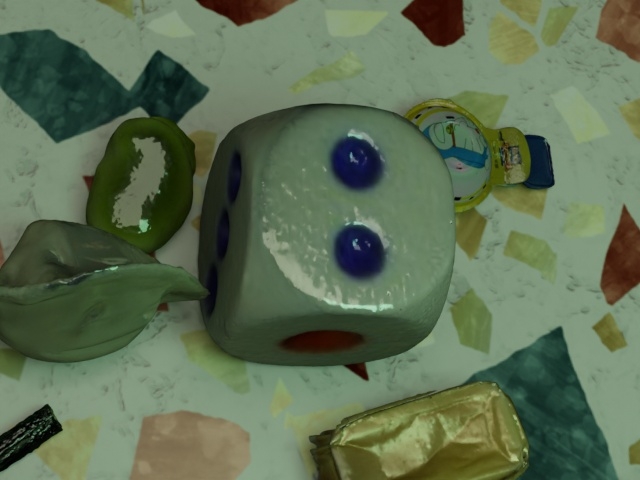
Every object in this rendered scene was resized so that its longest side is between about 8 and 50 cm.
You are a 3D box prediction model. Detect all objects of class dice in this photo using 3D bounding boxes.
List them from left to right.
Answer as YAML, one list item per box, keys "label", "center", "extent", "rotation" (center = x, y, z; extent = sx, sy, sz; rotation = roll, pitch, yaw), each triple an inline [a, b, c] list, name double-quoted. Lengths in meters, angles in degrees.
- label: "dice"
  center: [0.000, 0.000, 1.714]
  extent: [0.243, 0.259, 0.251]
  rotation: [3, 71, -15]

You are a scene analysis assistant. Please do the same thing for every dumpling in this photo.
- label: "dumpling"
  center: [-0.264, 0.044, 1.649]
  extent: [0.243, 0.227, 0.175]
  rotation: [-31, 90, -23]

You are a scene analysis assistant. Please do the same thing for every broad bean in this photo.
- label: "broad bean"
  center: [-0.215, -0.068, 1.781]
  extent: [0.124, 0.082, 0.174]
  rotation: [11, 81, -10]

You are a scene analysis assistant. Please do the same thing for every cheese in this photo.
- label: "cheese"
  center: [0.194, -0.110, 1.899]
  extent: [0.250, 0.064, 0.156]
  rotation: [0, 73, -27]

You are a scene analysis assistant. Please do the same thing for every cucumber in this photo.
- label: "cucumber"
  center: [-0.367, 0.243, 1.664]
  extent: [0.163, 0.043, 0.039]
  rotation: [-32, 45, -22]

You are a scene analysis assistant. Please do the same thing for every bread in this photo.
- label: "bread"
  center: [0.120, 0.256, 1.742]
  extent: [0.241, 0.107, 0.136]
  rotation: [-16, 75, -18]
